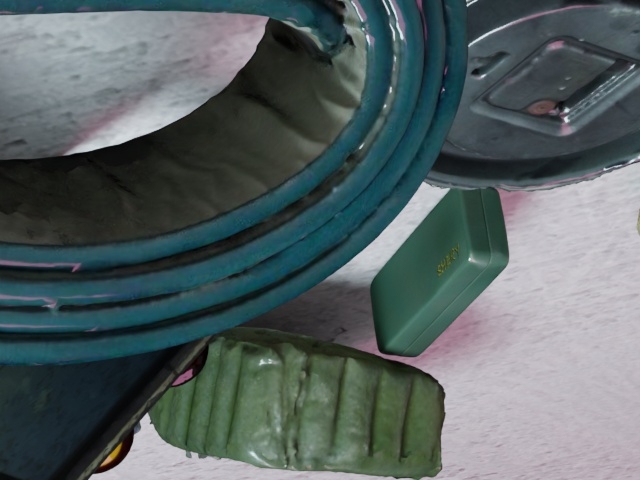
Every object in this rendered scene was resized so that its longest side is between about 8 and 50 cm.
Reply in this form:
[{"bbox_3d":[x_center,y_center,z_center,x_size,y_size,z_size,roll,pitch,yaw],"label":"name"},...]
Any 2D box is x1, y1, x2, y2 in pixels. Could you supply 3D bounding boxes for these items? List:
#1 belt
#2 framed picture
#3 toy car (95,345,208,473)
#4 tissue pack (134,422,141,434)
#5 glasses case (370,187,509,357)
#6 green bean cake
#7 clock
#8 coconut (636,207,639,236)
[{"bbox_3d":[-0.142,-0.100,0.749,0.437,0.173,0.300,0,108,-24],"label":"belt"},{"bbox_3d":[-0.174,0.040,0.949,0.347,0.265,0.016,7,136,48],"label":"framed picture"},{"bbox_3d":[-0.187,0.063,1.152,0.142,0.200,0.248,39,89,-21],"label":"toy car"},{"bbox_3d":[-0.386,0.125,1.293,0.288,0.124,0.394,-29,145,29],"label":"tissue pack"},{"bbox_3d":[0.098,0.028,1.294,0.039,0.077,0.184,7,148,-22],"label":"glasses case"},{"bbox_3d":[-0.019,0.153,1.383,0.227,0.124,0.223,17,168,-34],"label":"green bean cake"},{"bbox_3d":[0.162,-0.125,1.055,0.281,0.055,0.280,-6,152,-3],"label":"clock"},{"bbox_3d":[0.326,-0.020,1.236,0.116,0.116,0.122,-4,152,-9],"label":"coconut"}]
